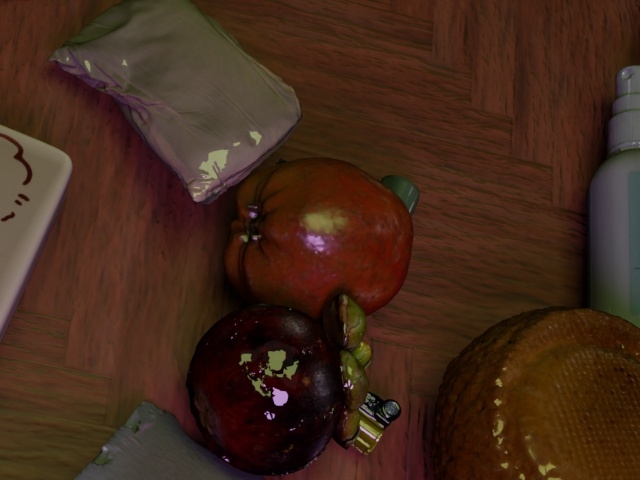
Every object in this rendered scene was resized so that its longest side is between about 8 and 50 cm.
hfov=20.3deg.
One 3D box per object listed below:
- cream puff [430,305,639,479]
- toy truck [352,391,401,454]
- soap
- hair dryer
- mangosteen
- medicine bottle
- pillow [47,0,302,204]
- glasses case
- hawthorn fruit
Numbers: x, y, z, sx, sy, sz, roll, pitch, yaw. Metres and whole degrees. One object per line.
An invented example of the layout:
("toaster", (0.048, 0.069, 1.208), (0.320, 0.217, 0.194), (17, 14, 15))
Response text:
("cream puff", (0.234, 0.211, 1.700), (0.303, 0.212, 0.303), (13, 53, -18))
("toy truck", (0.029, 0.164, 1.740), (0.083, 0.049, 0.054), (38, 60, 0))
("soap", (-0.142, 0.234, 1.523), (0.159, 0.258, 0.302), (36, 58, 1))
("hair dryer", (0.024, -0.051, 1.851), (0.150, 0.047, 0.071), (26, 60, 1))
("mangosteen", (-0.031, 0.133, 1.649), (0.180, 0.166, 0.166), (-15, 70, -16))
("medicine bottle", (0.340, -0.028, 1.911), (0.110, 0.110, 0.352), (12, 61, -14))
("pillow", (-0.147, -0.158, 1.797), (0.173, 0.067, 0.270), (-36, 63, -26))
("glasses case", (-0.340, 0.030, 1.615), (0.144, 0.076, 0.336), (22, 46, -7))
("hawthorn fruit", (0.000, 0.000, 1.744), (0.189, 0.189, 0.189), (8, 62, -16))
